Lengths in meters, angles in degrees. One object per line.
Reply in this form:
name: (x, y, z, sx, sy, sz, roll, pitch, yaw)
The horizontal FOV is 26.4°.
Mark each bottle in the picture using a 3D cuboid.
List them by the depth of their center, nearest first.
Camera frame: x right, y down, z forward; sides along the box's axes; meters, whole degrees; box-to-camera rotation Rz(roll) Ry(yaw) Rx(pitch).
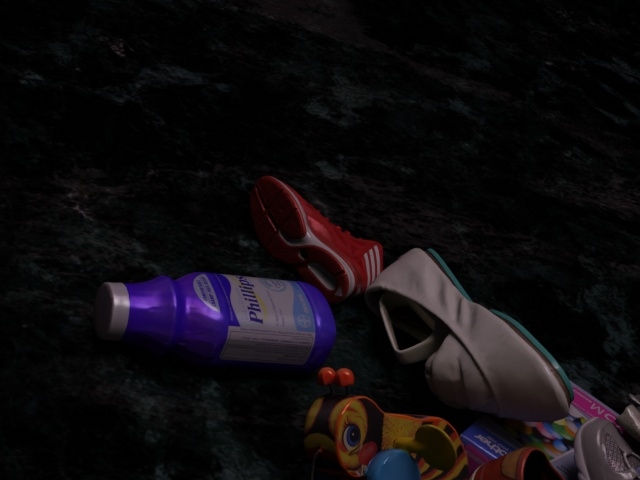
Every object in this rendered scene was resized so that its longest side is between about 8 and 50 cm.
bottle: (-0.125, 0.093, 1.615, 0.283, 0.092, 0.118, 7, 35, -28)

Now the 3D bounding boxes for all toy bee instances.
toy bee: (0.053, 0.213, 1.449, 0.195, 0.162, 0.298, -1, 1, 24)

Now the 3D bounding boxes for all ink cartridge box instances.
ink cartridge box: (0.277, 0.270, 1.663, 0.186, 0.065, 0.311, 35, 33, 19)

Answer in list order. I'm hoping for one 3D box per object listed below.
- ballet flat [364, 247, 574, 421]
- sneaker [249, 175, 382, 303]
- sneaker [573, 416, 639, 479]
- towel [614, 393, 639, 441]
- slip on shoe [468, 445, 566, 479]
ballet flat: (0.167, 0.134, 1.699, 0.139, 0.139, 0.400, 9, 19, -26)
sneaker: (0.000, 0.000, 1.894, 0.128, 0.087, 0.221, -1, 49, -51)
sneaker: (0.398, 0.313, 1.548, 0.105, 0.115, 0.281, -16, 68, -54)
towel: (0.508, 0.293, 1.666, 0.324, 0.056, 0.312, 39, 8, 17)
slip on shoe: (0.295, 0.355, 1.457, 0.331, 0.101, 0.123, 47, 39, 10)
